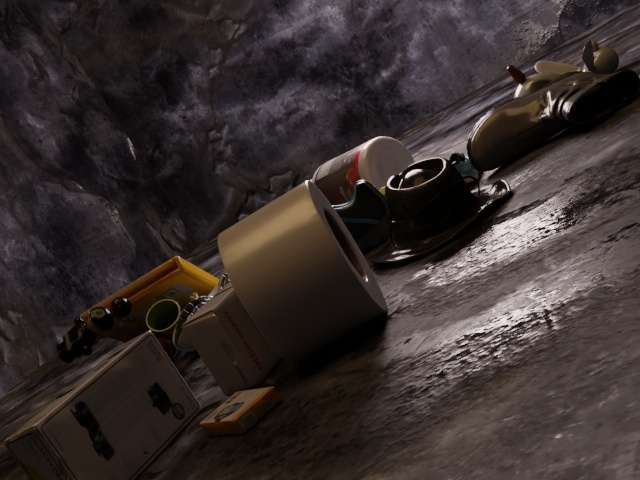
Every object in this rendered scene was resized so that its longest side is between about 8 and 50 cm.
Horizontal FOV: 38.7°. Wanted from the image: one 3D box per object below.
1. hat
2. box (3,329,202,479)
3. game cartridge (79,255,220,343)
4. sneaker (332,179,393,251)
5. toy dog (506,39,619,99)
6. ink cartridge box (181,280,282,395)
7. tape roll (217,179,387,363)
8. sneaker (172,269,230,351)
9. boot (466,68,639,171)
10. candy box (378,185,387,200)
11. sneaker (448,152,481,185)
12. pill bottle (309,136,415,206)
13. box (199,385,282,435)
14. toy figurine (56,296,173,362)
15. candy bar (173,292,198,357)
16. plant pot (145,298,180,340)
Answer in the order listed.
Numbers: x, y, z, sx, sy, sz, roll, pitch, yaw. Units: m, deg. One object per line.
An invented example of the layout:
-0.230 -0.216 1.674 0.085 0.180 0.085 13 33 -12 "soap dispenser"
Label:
0.197 -0.078 1.756 0.331 0.134 0.331 -32 9 5 "hat"
-0.331 0.287 1.429 0.087 0.169 0.290 -27 11 34 "box"
-0.386 0.166 2.239 0.285 0.052 0.324 -31 -25 9 "game cartridge"
0.000 0.000 1.989 0.341 0.139 0.125 -33 10 1 "sneaker"
0.557 -0.395 2.176 0.220 0.161 0.334 -23 12 45 "toy dog"
-0.124 0.146 1.559 0.086 0.148 0.203 -26 10 33 "ink cartridge box"
-0.028 0.050 1.440 0.169 0.246 0.246 -31 8 7 "tape roll"
-0.246 0.176 2.086 0.129 0.111 0.297 -53 -5 36 "sneaker"
0.472 -0.257 1.883 0.338 0.118 0.223 -37 14 -4 "boot"
0.162 -0.083 2.034 0.206 0.105 0.027 -28 51 28 "candy box"
0.321 -0.171 2.035 0.063 0.073 0.162 -30 9 17 "sneaker"
0.086 -0.140 2.355 0.176 0.176 0.319 -38 10 -36 "pill bottle"
-0.122 0.254 1.350 0.081 0.028 0.136 -38 8 -33 "box"
-0.444 0.233 2.007 0.148 0.213 0.209 -43 1 14 "toy figurine"
-0.312 0.195 2.124 0.040 0.018 0.161 -57 -15 -76 "candy bar"
-0.340 0.188 2.064 0.083 0.079 0.083 -10 54 14 "plant pot"
